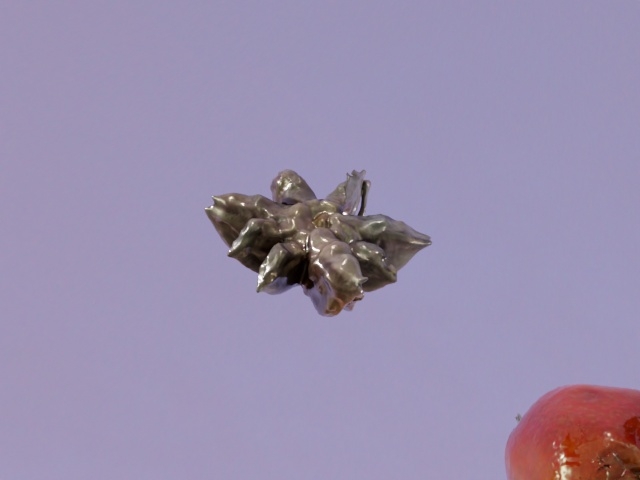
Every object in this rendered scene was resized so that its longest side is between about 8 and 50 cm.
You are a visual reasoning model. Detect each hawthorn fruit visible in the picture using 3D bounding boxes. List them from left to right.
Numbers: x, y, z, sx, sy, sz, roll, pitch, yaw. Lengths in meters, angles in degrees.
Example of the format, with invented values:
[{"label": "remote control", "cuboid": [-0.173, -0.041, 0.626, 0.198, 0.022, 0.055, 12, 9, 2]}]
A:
[{"label": "hawthorn fruit", "cuboid": [0.301, 0.260, 1.190, 0.211, 0.299, 0.211, -4, -80, -22]}]

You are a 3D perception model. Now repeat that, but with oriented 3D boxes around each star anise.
[{"label": "star anise", "cuboid": [0.000, 0.000, 1.058, 0.229, 0.236, 0.093, -2, -58, -9]}]
